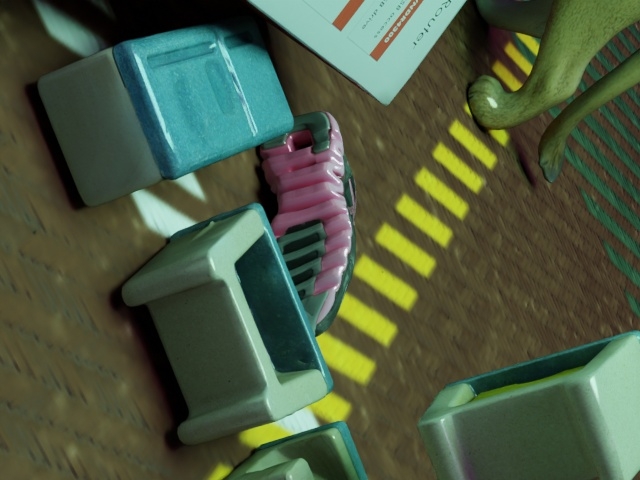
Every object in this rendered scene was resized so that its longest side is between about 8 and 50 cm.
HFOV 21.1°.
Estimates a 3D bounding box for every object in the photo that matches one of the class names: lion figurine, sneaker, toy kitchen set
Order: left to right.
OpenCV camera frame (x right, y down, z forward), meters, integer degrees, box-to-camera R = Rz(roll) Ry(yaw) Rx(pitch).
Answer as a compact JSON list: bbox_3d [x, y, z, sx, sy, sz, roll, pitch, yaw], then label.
[{"bbox_3d":[0.000,0.000,0.766,0.057,0.047,0.119,61,25,-46],"label":"sneaker"},{"bbox_3d":[0.023,0.000,0.657,0.207,0.166,0.122,69,23,-5],"label":"toy kitchen set"},{"bbox_3d":[0.170,-0.250,1.056,0.392,0.240,0.142,68,25,-7],"label":"lion figurine"}]

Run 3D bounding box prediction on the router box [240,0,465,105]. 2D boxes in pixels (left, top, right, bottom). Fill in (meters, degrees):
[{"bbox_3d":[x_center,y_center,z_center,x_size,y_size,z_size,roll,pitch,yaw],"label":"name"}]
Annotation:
[{"bbox_3d":[0.050,-0.238,0.670,0.082,0.335,0.301,38,4,21],"label":"router box"}]
